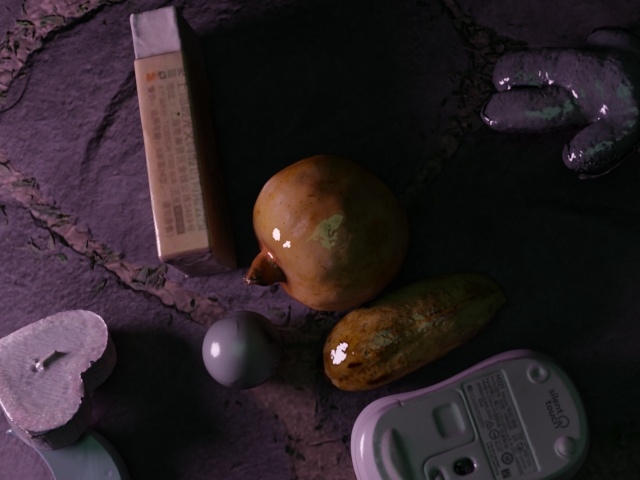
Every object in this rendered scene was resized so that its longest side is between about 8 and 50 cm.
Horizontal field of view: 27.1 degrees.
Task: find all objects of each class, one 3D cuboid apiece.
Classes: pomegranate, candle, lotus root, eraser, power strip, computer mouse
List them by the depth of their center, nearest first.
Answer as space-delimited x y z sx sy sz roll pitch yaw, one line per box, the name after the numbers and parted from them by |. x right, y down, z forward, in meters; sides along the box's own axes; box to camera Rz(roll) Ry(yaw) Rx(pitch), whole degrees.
0.184 0.253 1.658 0.297 0.121 0.184 -21 75 -11 | computer mouse
0.014 -0.009 1.699 0.207 0.207 0.207 -2 79 8 | pomegranate
0.113 0.112 1.708 0.258 0.097 0.110 -28 74 -2 | lotus root
-0.365 0.176 1.742 0.169 0.068 0.192 12 56 16 | candle
-0.329 0.331 1.744 0.168 0.054 0.253 -5 79 4 | power strip
-0.184 -0.129 1.770 0.078 0.144 0.343 -11 77 7 | eraser

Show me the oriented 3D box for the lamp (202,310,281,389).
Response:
-0.101 0.142 1.724 0.105 0.105 0.105 -2 79 8 | lamp

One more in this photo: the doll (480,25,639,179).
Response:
0.388 -0.177 1.720 0.340 0.158 0.245 -6 46 21 | doll
